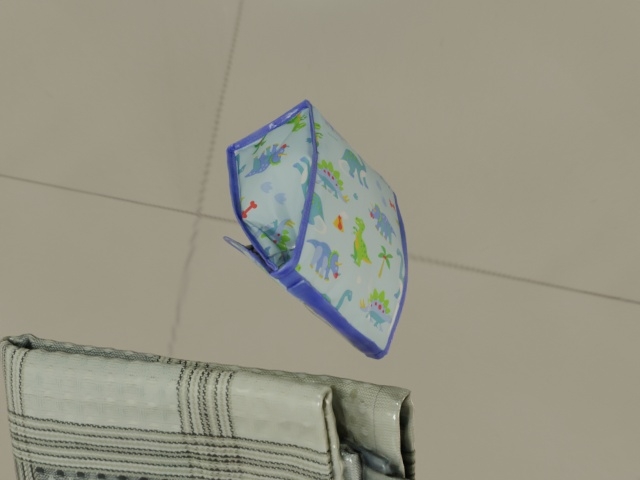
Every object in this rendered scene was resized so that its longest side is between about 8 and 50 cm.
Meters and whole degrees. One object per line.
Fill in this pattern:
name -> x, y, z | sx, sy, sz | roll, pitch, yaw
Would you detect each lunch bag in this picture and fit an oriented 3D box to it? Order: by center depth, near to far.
lunch bag -> 0.000, 0.000, 1.030 | 0.096, 0.129, 0.151 | -31, 42, 20

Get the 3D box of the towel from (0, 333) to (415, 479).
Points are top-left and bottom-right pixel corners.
towel -> -0.079, 0.228, 1.027 | 0.324, 0.056, 0.312 | 5, 111, 22
